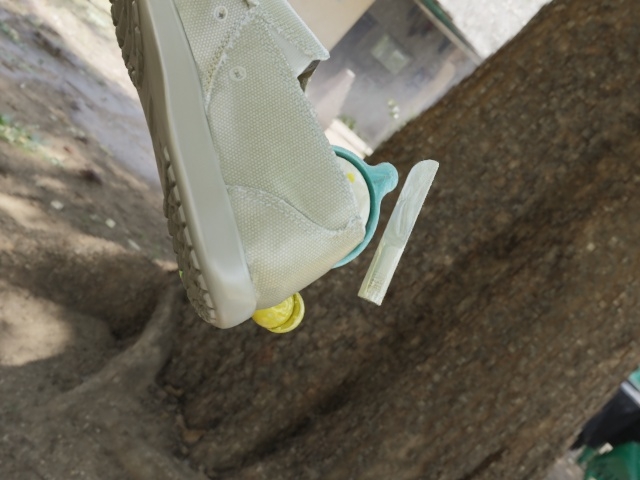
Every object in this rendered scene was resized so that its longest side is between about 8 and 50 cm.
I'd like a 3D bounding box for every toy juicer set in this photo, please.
[{"bbox_3d":[0.000,0.000,0.939,0.329,0.209,0.089,4,4,-29],"label":"toy juicer set"}]

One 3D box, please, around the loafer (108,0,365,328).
[{"bbox_3d":[-0.047,-0.092,0.429,0.102,0.092,0.269,138,-60,-69],"label":"loafer"}]
